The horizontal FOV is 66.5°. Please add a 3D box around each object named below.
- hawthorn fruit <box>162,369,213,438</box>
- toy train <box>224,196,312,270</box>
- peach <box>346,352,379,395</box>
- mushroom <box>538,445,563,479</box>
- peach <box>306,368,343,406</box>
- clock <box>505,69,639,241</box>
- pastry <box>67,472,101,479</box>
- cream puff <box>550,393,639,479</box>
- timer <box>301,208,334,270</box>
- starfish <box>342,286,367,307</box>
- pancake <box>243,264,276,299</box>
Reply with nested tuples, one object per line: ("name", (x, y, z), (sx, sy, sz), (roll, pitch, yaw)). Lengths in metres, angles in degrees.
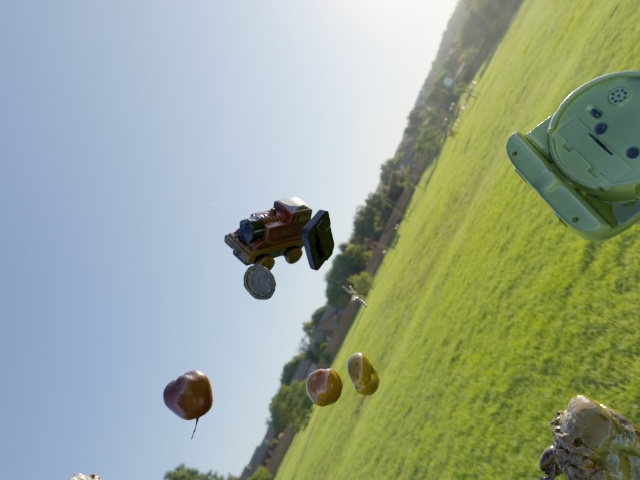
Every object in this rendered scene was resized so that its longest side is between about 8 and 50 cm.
("hawthorn fruit", (-0.438, 0.556, 1.674), (0.163, 0.203, 0.162), (-32, -10, -6))
("toy train", (-0.165, -0.029, 1.807), (0.369, 0.163, 0.231), (-16, -50, -42))
("peach", (0.175, 0.554, 2.021), (0.103, 0.179, 0.179), (-26, 6, 16))
("mushroom", (0.948, 0.914, 1.996), (0.170, 0.135, 0.080), (-48, 16, -10))
("peach", (0.015, 0.530, 1.760), (0.138, 0.138, 0.138), (23, -90, -84))
("clock", (0.578, -0.195, 0.956), (0.348, 0.286, 0.117), (-42, -34, 21))
("pastry", (-0.534, 0.696, 1.186), (0.136, 0.330, 0.329), (-49, -12, -19))
("cream puff", (0.736, 0.567, 1.234), (0.231, 0.343, 0.327), (-50, 16, 4))
("timer", (0.000, 0.000, 1.707), (0.144, 0.055, 0.187), (-52, -38, -38))
("starfish", (0.096, 0.146, 1.249), (0.086, 0.092, 0.016), (19, -71, -44))
("pancake", (-0.184, 0.128, 1.469), (0.011, 0.115, 0.114), (-28, -38, -66))
